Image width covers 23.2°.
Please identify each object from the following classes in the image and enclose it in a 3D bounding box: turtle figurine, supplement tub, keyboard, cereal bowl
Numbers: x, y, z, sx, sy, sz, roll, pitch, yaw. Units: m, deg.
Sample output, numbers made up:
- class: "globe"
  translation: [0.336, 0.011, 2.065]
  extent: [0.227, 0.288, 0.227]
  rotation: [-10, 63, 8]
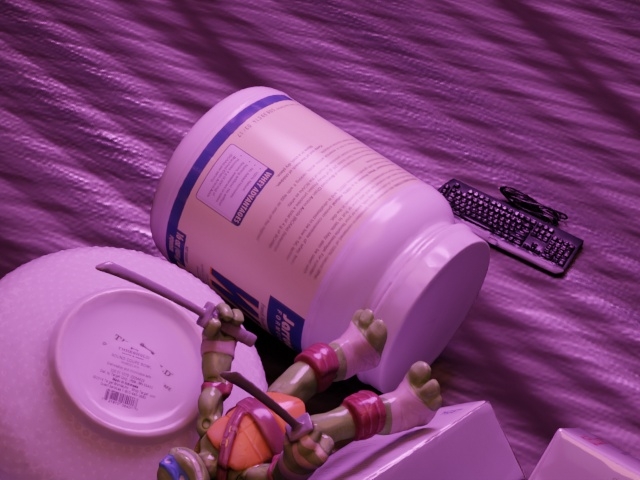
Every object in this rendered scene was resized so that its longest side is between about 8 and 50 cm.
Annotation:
- class: "turtle figurine"
  translation: [-0.028, 0.127, 1.434]
  extent: [0.266, 0.274, 0.198]
  rotation: [-18, 14, -33]
- class: "supplement tub"
  translation: [0.000, 0.000, 1.732]
  extent: [0.325, 0.235, 0.235]
  rotation: [34, 50, 22]
- class: "keyboard"
  translation: [0.236, -0.033, 1.945]
  extent: [0.192, 0.038, 0.100]
  rotation: [27, 47, 14]
- class: "cereal bowl"
  translation: [-0.200, 0.147, 1.551]
  extent: [0.339, 0.141, 0.339]
  rotation: [12, 57, -19]

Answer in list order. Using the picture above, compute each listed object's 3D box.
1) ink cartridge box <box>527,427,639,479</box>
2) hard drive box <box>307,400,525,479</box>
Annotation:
- class: "ink cartridge box"
  translation: [0.343, 0.305, 1.491]
  extent: [0.306, 0.226, 0.131]
  rotation: [30, 91, 16]
- class: "hard drive box"
  translation: [0.052, 0.253, 1.522]
  extent: [0.232, 0.181, 0.089]
  rotation: [-29, 94, -31]
